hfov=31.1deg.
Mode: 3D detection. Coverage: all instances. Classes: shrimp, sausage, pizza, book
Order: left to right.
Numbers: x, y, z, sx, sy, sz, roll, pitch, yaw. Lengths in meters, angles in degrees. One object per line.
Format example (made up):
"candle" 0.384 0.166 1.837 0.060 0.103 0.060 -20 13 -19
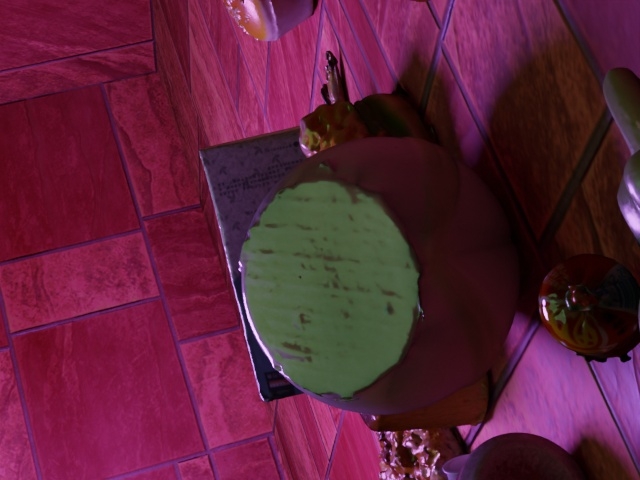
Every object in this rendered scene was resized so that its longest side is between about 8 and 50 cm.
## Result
"book" -0.005 0.025 1.623 0.031 0.264 0.379 -28 -76 -74
"shrimp" 0.017 -0.232 1.730 0.091 0.025 0.127 -119 17 -55
"pizza" 0.130 0.302 1.691 0.335 0.086 0.226 138 116 -78
"sausage" 0.203 0.049 0.851 0.264 0.083 0.083 21 -129 -72

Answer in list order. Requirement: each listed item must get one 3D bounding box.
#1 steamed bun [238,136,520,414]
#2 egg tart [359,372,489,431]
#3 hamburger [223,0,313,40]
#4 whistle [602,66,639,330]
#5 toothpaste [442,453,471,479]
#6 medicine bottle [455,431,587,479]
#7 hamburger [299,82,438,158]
"steamed bun" 0.084 0.034 1.238 0.309 0.309 0.309 166 90 -78
"egg tart" 0.112 0.158 1.463 0.202 0.147 0.202 164 90 -79
"hamburger" -0.108 -0.434 1.790 0.295 0.151 0.227 -127 23 -57
"whistle" 0.261 -0.014 0.737 0.141 0.141 0.294 95 174 -57
"toothpaste" 0.222 0.409 1.492 0.096 0.061 0.266 -163 54 -75
"medicine bottle" 0.200 0.314 1.254 0.247 0.147 0.147 96 156 -59
"hamburger" 0.050 -0.067 1.448 0.237 0.149 0.237 165 90 -72
